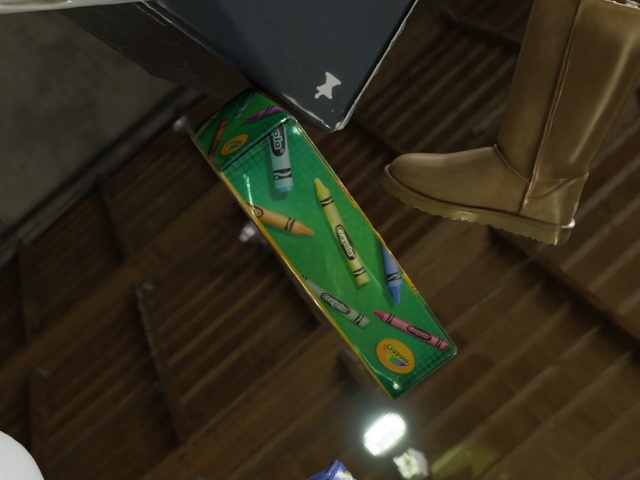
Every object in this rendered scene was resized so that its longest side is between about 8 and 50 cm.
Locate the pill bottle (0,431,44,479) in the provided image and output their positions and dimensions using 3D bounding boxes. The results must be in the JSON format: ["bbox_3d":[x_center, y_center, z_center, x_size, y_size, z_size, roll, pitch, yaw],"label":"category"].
[{"bbox_3d":[-0.140,0.152,0.329,0.152,0.272,0.152,-16,-167,4],"label":"pill bottle"}]

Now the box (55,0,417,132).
[{"bbox_3d":[-0.195,-0.380,1.088,0.297,0.480,0.471,-59,-145,-1],"label":"box"}]

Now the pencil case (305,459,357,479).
[{"bbox_3d":[0.076,0.369,1.073,0.119,0.306,0.133,-39,172,-47],"label":"pencil case"}]

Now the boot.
[{"bbox_3d":[0.211,-0.150,1.148,0.089,0.236,0.270,-79,-177,-66],"label":"boot"}]

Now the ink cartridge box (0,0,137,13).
[{"bbox_3d":[-0.097,-0.140,0.312,0.099,0.135,0.056,0,-175,22],"label":"ink cartridge box"}]

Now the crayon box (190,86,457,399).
[{"bbox_3d":[0.000,0.000,0.983,0.081,0.278,0.165,-38,-157,-3],"label":"crayon box"}]
